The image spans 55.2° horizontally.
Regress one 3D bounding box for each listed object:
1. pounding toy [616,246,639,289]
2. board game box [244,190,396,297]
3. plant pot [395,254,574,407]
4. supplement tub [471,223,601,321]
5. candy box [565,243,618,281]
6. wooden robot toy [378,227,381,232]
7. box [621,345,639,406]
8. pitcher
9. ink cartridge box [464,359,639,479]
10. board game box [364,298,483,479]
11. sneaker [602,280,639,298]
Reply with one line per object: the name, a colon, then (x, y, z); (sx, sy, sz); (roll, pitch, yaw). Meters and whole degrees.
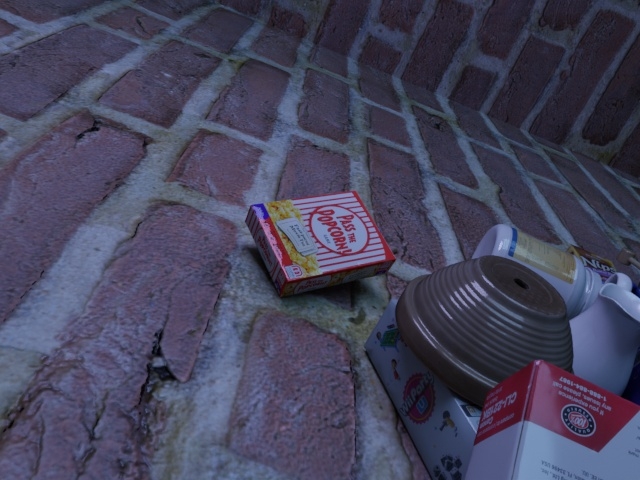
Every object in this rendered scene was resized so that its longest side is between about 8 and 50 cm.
pounding toy: (0.766, 0.106, 1.404); (0.206, 0.094, 0.181); (35, 28, 21)
board game box: (0.000, 0.000, 0.947); (0.193, 0.045, 0.147); (-11, 57, -30)
plant pot: (0.220, 0.094, 0.757); (0.237, 0.110, 0.237); (19, 27, -10)
supplement tub: (0.377, 0.071, 1.096); (0.199, 0.144, 0.144); (25, 27, 0)
candy box: (0.612, 0.086, 1.363); (0.109, 0.053, 0.187); (22, 26, -2)
wooden robot toy: (0.031, -0.005, 1.066); (0.173, 0.076, 0.079); (24, -8, -1)
box: (0.481, 0.224, 0.862); (0.103, 0.184, 0.261); (26, 27, 11)
pitcher: (0.393, 0.153, 0.890); (0.125, 0.207, 0.178); (29, 27, 10)
ink cartridge box: (0.218, 0.273, 0.510); (0.196, 0.114, 0.273); (25, 57, 2)
board game box: (0.219, 0.213, 0.767); (0.223, 0.098, 0.303); (9, 32, -28)
sneaker: (0.549, 0.118, 1.169); (0.111, 0.131, 0.296); (5, 31, -30)
